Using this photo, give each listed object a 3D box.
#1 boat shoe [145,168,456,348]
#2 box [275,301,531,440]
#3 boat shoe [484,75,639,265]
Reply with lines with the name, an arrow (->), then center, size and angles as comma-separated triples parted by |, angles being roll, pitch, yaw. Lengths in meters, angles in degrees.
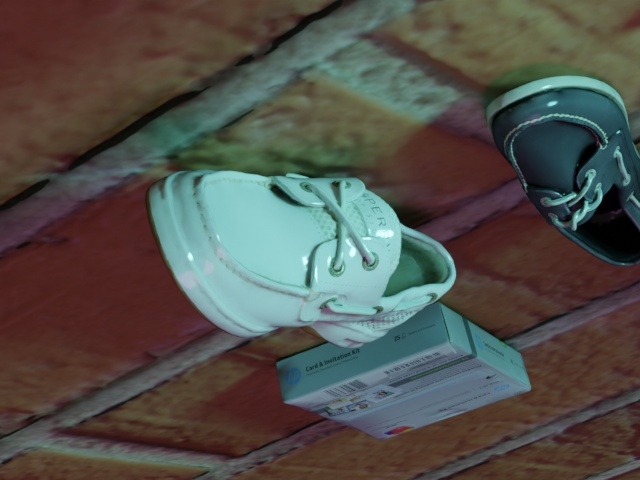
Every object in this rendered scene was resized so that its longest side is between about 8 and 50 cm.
boat shoe -> 0.000, 0.000, 0.908 | 0.096, 0.098, 0.277 | -23, 164, 21
box -> 0.071, 0.110, 1.259 | 0.145, 0.038, 0.186 | -22, 154, 21
boat shoe -> 0.159, -0.038, 0.935 | 0.075, 0.065, 0.206 | -21, 155, 19
